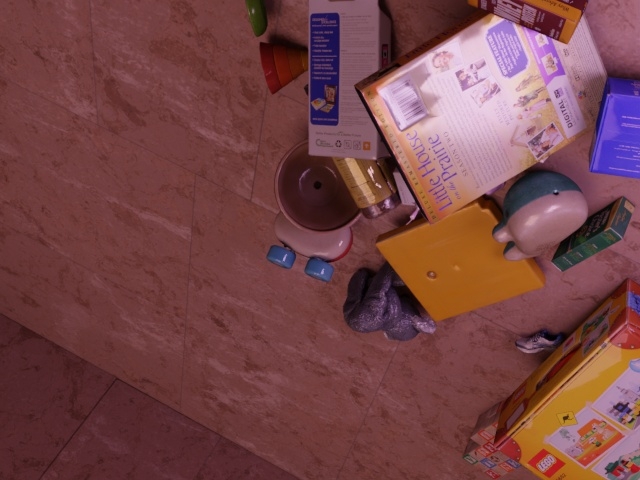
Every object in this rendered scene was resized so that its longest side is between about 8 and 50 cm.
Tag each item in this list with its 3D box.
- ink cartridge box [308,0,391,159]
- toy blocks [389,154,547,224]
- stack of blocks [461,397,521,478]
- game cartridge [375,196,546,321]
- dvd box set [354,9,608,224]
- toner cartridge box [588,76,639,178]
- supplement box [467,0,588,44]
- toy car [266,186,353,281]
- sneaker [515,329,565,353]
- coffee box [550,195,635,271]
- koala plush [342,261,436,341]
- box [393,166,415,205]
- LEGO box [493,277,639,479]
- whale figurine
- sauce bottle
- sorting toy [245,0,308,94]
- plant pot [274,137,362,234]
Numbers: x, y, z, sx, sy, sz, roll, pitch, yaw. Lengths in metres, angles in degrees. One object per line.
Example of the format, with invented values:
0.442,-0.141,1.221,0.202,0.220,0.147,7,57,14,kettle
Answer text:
0.059,-0.359,1.779,0.176,0.069,0.371,8,107,33,ink cartridge box
0.298,-0.180,1.721,0.309,0.260,0.288,33,143,1,toy blocks
0.547,0.605,2.551,0.171,0.087,0.297,34,143,-1,stack of blocks
0.340,0.048,2.064,0.324,0.052,0.285,-23,115,36,game cartridge
0.312,-0.259,1.548,0.307,0.420,0.062,58,-178,-25,dvd box set
0.674,-0.185,1.509,0.348,0.075,0.165,9,128,10,toner cartridge box
0.367,-0.461,1.383,0.191,0.194,0.129,26,-178,10,supplement box
0.000,0.000,2.238,0.210,0.219,0.238,18,169,18,toy car
0.571,0.257,2.188,0.135,0.052,0.058,-3,120,29,sneaker
0.587,-0.013,1.819,0.040,0.113,0.184,41,144,-5,coffee box
0.192,0.201,2.301,0.221,0.203,0.196,38,145,-25,koala plush
0.233,-0.147,1.936,0.087,0.102,0.101,8,138,32,box
0.713,0.398,1.996,0.372,0.193,0.500,34,125,0,LEGO box
0.469,-0.052,1.846,0.216,0.141,0.272,-14,155,-8,whale figurine
0.073,-0.219,1.948,0.111,0.111,0.344,-13,110,44,sauce bottle
-0.089,-0.492,1.820,0.126,0.127,0.365,-10,129,6,sorting toy
0.001,-0.136,2.069,0.237,0.237,0.110,40,179,-9,plant pot
